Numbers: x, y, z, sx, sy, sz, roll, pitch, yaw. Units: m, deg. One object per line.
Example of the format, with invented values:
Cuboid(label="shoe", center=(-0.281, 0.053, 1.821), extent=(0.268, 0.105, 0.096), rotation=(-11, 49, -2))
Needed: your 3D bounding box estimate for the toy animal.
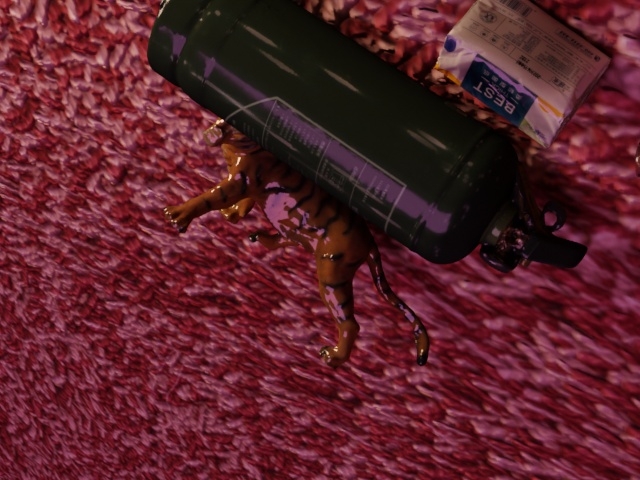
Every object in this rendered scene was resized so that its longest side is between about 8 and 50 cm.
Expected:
Cuboid(label="toy animal", center=(0.000, -0.004, 1.004), extent=(0.255, 0.114, 0.116), rotation=(43, 109, -13))

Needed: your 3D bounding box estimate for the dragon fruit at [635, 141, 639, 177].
Cuboid(label="dragon fruit", center=(0.249, -0.038, 0.549), extent=(0.147, 0.211, 0.282), rotation=(57, 174, -16))

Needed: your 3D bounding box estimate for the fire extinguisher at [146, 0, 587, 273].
Cuboid(label="fire extinguisher", center=(0.036, -0.069, 0.858), extent=(0.311, 0.095, 0.114), rotation=(35, -165, 12))

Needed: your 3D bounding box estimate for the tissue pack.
Cuboid(label="tissue pack", center=(0.115, -0.101, 0.743), extent=(0.083, 0.062, 0.042), rotation=(35, 147, 8))
